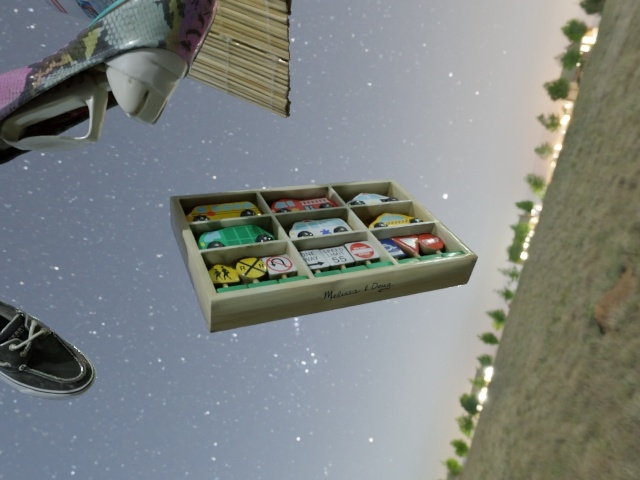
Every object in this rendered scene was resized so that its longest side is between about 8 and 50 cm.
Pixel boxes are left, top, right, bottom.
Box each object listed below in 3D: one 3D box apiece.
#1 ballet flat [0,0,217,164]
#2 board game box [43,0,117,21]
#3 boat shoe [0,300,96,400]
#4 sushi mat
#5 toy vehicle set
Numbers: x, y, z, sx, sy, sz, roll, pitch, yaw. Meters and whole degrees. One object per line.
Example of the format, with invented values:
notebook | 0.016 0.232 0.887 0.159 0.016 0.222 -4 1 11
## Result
ballet flat | -0.168 -0.114 0.388 0.077 0.222 0.079 35 -144 -72
board game box | -0.246 -0.300 0.380 0.053 0.193 0.305 -54 -33 -16
boat shoe | -0.381 0.127 0.637 0.070 0.219 0.077 -44 19 45
sushi mat | -0.167 -0.261 0.609 0.019 0.317 0.151 -51 -22 -39
toy vehicle set | 0.000 0.000 0.513 0.267 0.166 0.035 -8 -53 -25
